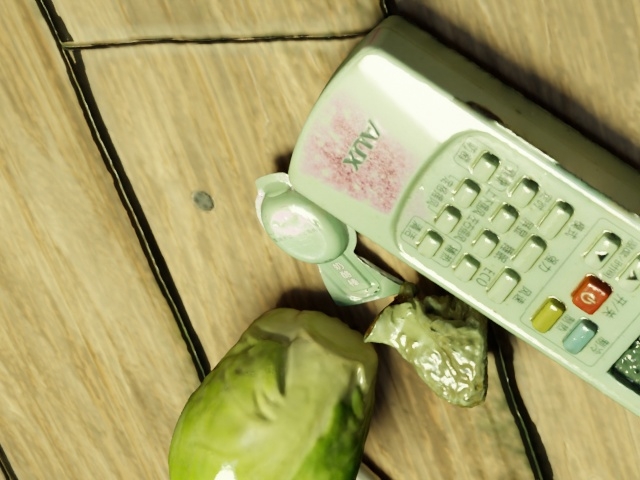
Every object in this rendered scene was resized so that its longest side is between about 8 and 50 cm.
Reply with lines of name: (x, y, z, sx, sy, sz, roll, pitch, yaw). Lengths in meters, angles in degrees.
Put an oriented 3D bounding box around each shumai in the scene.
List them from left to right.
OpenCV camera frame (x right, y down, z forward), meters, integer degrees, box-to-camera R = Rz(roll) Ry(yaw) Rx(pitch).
shumai: (0.068, 0.068, 1.230, 0.080, 0.083, 0.082, -2, 93, 3)

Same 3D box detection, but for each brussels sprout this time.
brussels sprout: (-0.031, 0.142, 1.306, 0.131, 0.145, 0.183, 30, 133, 11)

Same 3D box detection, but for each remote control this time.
remote control: (0.145, 0.004, 1.151, 0.344, 0.050, 0.145, 33, 138, 1)

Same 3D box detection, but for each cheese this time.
cheese: (0.000, 0.000, 1.251, 0.067, 0.026, 0.120, -15, 127, 39)

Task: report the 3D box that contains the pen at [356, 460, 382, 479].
pen: (0.099, 0.247, 1.412, 0.269, 0.033, 0.033, 43, 137, -10)
